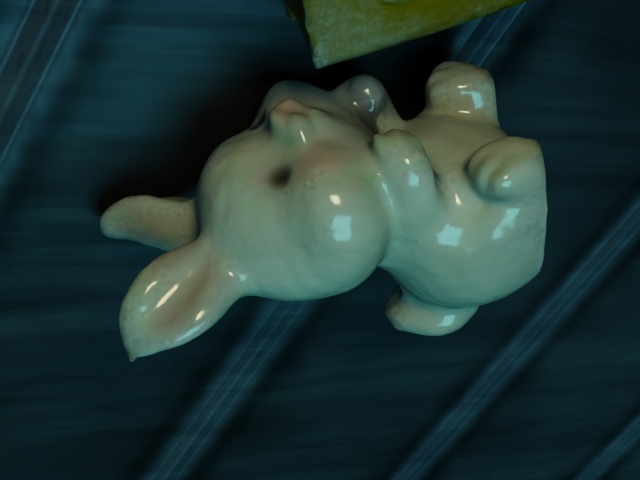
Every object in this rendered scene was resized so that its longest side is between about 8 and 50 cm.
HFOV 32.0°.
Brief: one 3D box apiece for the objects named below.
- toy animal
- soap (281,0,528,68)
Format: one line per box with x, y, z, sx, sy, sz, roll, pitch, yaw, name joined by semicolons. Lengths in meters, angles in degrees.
0.004;-0.009;0.954;0.368;0.196;0.241;-5;124;-15;toy animal
0.091;-0.280;0.787;0.281;0.143;0.259;-19;138;-2;soap
